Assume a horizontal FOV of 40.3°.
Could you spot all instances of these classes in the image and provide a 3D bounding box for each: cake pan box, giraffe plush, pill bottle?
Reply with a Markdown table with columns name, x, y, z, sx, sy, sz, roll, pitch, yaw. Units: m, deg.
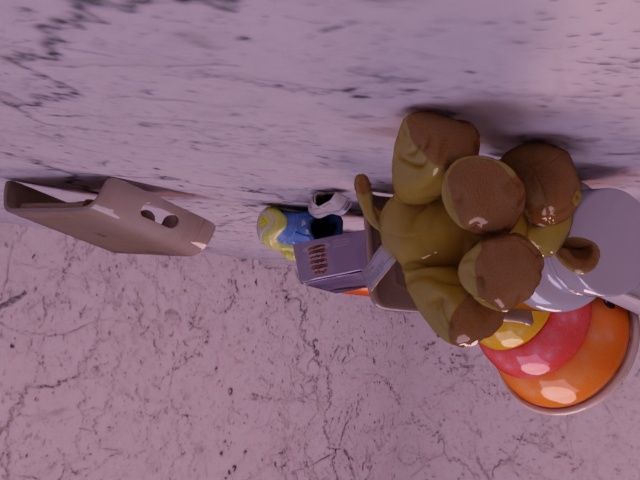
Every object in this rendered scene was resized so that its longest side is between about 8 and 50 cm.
| name | x | y | z | sx | sy | sz | roll | pitch | yaw |
| --- | --- | --- | --- | --- | --- | --- | --- | --- | --- |
| cake pan box | 0.115 | 0.024 | 1.356 | 0.267 | 0.070 | 0.246 | -12 | 173 | 13 |
| giraffe plush | 0.146 | -0.018 | 0.721 | 0.170 | 0.181 | 0.210 | -15 | 174 | -24 |
| pill bottle | 0.217 | 0.005 | 0.908 | 0.136 | 0.136 | 0.245 | 8 | 175 | -24 |

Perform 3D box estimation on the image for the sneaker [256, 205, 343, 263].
| name | x | y | z | sx | sy | sz | roll | pitch | yaw |
| --- | --- | --- | --- | --- | --- | --- | --- | --- | --- |
| sneaker | 0.000 | 0.000 | 1.477 | 0.126 | 0.091 | 0.240 | 3 | 174 | 31 |

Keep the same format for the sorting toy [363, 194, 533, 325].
| name | x | y | z | sx | sy | sz | roll | pitch | yaw |
| --- | --- | --- | --- | --- | --- | --- | --- | --- | --- |
| sorting toy | 0.153 | 0.024 | 1.088 | 0.208 | 0.193 | 0.038 | 9 | 135 | -10 |

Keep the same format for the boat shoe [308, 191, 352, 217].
| name | x | y | z | sx | sy | sz | roll | pitch | yaw |
| --- | --- | --- | --- | --- | --- | --- | --- | --- | --- |
| boat shoe | 0.004 | -0.053 | 1.185 | 0.035 | 0.035 | 0.100 | 38 | 167 | -22 |

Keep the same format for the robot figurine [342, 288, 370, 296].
| name | x | y | z | sx | sy | sz | roll | pitch | yaw |
| --- | --- | --- | --- | --- | --- | --- | --- | --- | --- |
| robot figurine | 0.107 | 0.055 | 1.810 | 0.219 | 0.158 | 0.128 | 8 | -156 | -23 |

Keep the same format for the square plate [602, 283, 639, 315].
| name | x | y | z | sx | sy | sz | roll | pitch | yaw |
| --- | --- | --- | --- | --- | --- | --- | --- | --- | --- |
| square plate | 0.597 | 0.111 | 1.603 | 0.344 | 0.049 | 0.347 | 25 | -177 | -23 |

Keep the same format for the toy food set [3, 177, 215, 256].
| name | x | y | z | sx | sy | sz | roll | pitch | yaw |
| --- | --- | --- | --- | --- | --- | --- | --- | --- | --- |
| toy food set | -0.353 | -0.052 | 1.447 | 0.306 | 0.092 | 0.219 | 1 | 162 | 42 |

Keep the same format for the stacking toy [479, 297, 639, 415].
| name | x | y | z | sx | sy | sz | roll | pitch | yaw |
| --- | --- | --- | --- | --- | --- | --- | --- | --- | --- |
| stacking toy | 0.413 | 0.142 | 1.826 | 0.480 | 0.351 | 0.350 | 30 | 161 | -39 |
